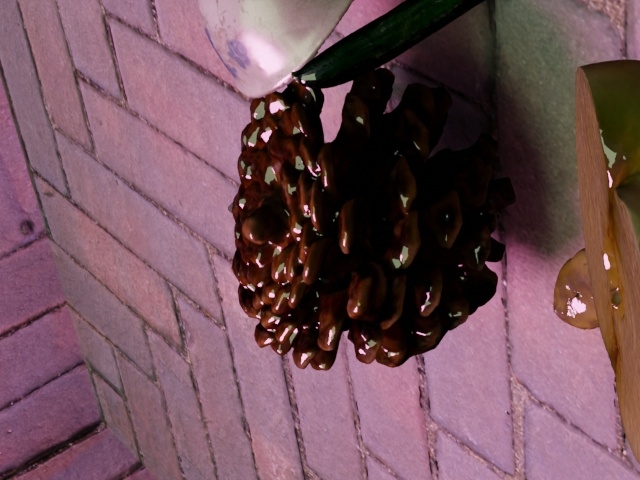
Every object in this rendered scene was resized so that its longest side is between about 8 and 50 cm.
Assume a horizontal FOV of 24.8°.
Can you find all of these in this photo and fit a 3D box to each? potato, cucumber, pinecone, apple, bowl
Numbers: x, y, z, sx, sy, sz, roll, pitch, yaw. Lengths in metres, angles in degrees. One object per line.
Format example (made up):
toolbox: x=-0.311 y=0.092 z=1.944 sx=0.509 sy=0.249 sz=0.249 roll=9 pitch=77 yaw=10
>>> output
potato: x=0.329 y=0.056 z=1.744 sx=0.092 sy=0.070 sz=0.138 roll=62 pitch=154 yaw=11
cucumber: x=0.097 y=-0.245 z=1.671 sx=0.056 sy=0.284 sz=0.056 roll=60 pitch=-173 yaw=-13
pinecone: x=0.060 y=-0.038 z=1.825 sx=0.398 sy=0.397 sz=0.398 roll=43 pitch=150 yaw=34
apple: x=0.325 y=0.023 z=1.440 sx=0.311 sy=0.320 sz=0.360 roll=27 pitch=151 yaw=32
bowl: x=-0.069 y=-0.341 z=1.776 sx=0.146 sy=0.313 sz=0.313 roll=28 pitch=168 yaw=-26

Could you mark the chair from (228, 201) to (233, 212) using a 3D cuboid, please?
chair: x=0.000 y=0.000 z=2.125 sx=0.136 sy=0.147 sz=0.270 roll=44 pitch=174 yaw=34
